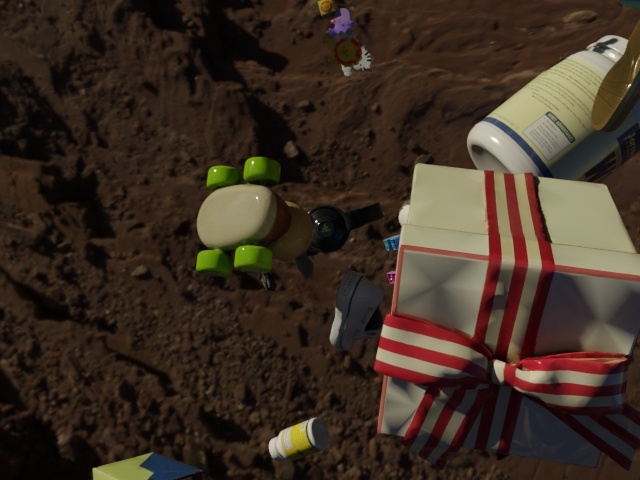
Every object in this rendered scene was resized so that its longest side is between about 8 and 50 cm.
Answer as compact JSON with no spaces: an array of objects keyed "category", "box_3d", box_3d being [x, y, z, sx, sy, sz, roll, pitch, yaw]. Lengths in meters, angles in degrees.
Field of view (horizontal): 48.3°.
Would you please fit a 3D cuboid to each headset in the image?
[{"category":"headset","box_3d":[0.000,0.000,1.991,0.243,0.394,0.185,-15,93,70]}]

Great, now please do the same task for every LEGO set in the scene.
[{"category":"LEGO set","box_3d":[0.179,0.012,1.135,0.093,0.227,0.087,-21,93,-16]}]

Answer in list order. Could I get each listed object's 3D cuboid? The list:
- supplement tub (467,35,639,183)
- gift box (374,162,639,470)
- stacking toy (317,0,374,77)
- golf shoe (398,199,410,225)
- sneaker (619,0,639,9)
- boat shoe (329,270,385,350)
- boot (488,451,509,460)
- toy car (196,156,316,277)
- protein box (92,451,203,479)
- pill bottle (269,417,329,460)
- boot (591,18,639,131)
[{"category":"supplement tub","box_3d":[0.473,-0.212,1.366,0.324,0.235,0.235,-38,89,0]},{"category":"gift box","box_3d":[0.196,0.092,0.754,0.254,0.258,0.277,3,116,10]},{"category":"stacking toy","box_3d":[0.022,-0.349,1.038,0.052,0.167,0.221,-16,92,11]},{"category":"golf shoe","box_3d":[0.216,0.033,1.261,0.273,0.120,0.105,46,165,30]},{"category":"sneaker","box_3d":[0.418,-0.402,0.742,0.208,0.127,0.319,-3,107,-21]},{"category":"boat shoe","box_3d":[0.065,0.132,1.163,0.075,0.083,0.226,23,156,14]},{"category":"boot","box_3d":[0.335,0.257,1.112,0.082,0.106,0.219,55,139,44]},{"category":"toy car","box_3d":[-0.072,-0.015,1.053,0.148,0.188,0.155,-7,72,38]},{"category":"protein box","box_3d":[-0.324,0.534,1.356,0.199,0.135,0.201,-4,89,50]},{"category":"pill bottle","box_3d":[-0.044,0.402,1.426,0.116,0.065,0.065,-28,94,27]},{"category":"boot","box_3d":[0.546,-0.250,1.135,0.165,0.077,0.213,17,113,-19]}]
